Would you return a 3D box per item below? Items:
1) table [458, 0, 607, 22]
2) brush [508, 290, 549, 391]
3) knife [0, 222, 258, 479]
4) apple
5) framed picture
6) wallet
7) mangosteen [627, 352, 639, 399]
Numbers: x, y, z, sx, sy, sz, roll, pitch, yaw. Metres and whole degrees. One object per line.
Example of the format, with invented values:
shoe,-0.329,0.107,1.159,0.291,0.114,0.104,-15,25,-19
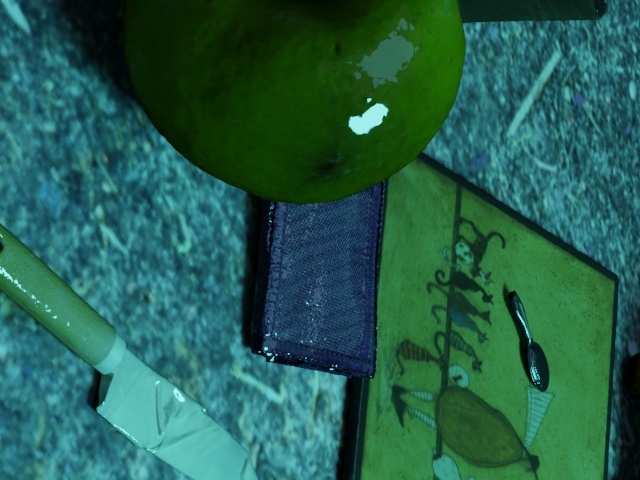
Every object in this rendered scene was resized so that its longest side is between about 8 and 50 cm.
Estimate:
table,0.088,-0.255,1.167,0.193,0.169,0.173,47,47,-64
brush,0.153,0.074,1.361,0.024,0.008,0.083,-40,116,-46
knife,-0.109,0.078,1.017,0.298,0.017,0.047,48,51,-44
apple,-0.015,-0.113,1.036,0.157,0.196,0.196,84,17,-65
framed picture,0.127,0.097,1.339,0.338,0.014,0.255,29,62,-49
wallet,0.001,0.000,1.167,0.111,0.030,0.166,19,70,-52
mangosteen,0.353,0.179,1.493,0.261,0.235,0.235,47,39,8
